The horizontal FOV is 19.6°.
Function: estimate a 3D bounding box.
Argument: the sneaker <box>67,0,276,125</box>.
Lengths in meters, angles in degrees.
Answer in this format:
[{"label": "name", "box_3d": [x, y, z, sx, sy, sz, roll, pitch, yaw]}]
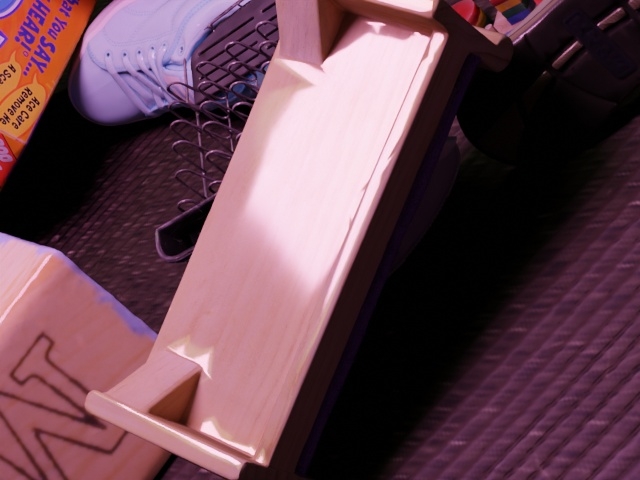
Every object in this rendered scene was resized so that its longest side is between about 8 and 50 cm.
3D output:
[{"label": "sneaker", "box_3d": [-0.130, -0.185, 1.822, 0.366, 0.135, 0.150, -26, 29, 36]}]

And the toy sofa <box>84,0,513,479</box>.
[{"label": "toy sofa", "box_3d": [0.000, 0.000, 1.301, 0.150, 0.177, 0.362, 20, 85, 34]}]

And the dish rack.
[{"label": "dish rack", "box_3d": [-0.055, -0.119, 1.622, 0.208, 0.074, 0.271, -29, 52, 30]}]

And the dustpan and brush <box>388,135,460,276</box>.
[{"label": "dustpan and brush", "box_3d": [0.026, 0.017, 1.423, 0.211, 0.060, 0.147, -49, 20, -19]}]

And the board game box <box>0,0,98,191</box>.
[{"label": "board game box", "box_3d": [-0.471, -0.209, 1.991, 0.356, 0.356, 0.356, -50, 16, 47]}]

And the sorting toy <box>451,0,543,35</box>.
[{"label": "sorting toy", "box_3d": [0.185, -0.190, 1.472, 0.274, 0.046, 0.132, -23, 36, 38]}]

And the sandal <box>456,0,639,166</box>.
[{"label": "sandal", "box_3d": [0.222, -0.164, 1.316, 0.303, 0.120, 0.086, -31, 17, 30]}]

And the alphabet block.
[{"label": "alphabet block", "box_3d": [-0.237, 0.128, 1.489, 0.197, 0.193, 0.192, -54, 26, -13]}]
